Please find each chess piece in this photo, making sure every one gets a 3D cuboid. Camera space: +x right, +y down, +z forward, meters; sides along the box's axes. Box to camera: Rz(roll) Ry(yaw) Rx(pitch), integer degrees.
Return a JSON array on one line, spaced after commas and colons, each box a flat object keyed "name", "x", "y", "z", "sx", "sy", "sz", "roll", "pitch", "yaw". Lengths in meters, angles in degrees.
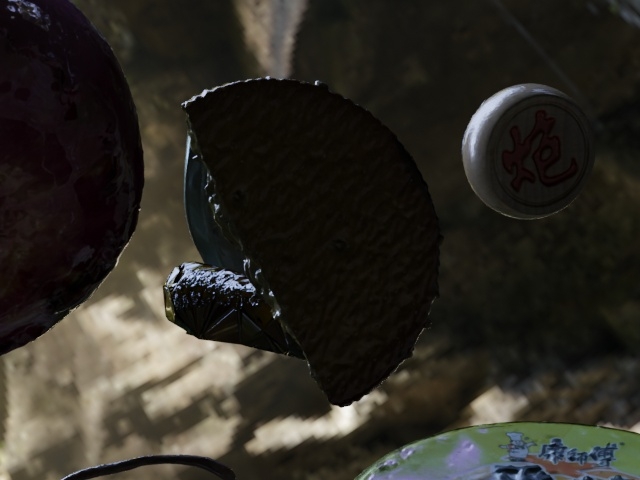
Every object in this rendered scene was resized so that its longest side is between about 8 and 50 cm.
[{"name": "chess piece", "x": 0.128, "y": -0.055, "z": 1.187, "sx": 0.084, "sy": 0.038, "sz": 0.083, "roll": -3, "pitch": -79, "yaw": -18}]

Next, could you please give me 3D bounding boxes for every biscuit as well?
[{"name": "biscuit", "x": 0.006, "y": -0.011, "z": 1.157, "sx": 0.126, "sy": 0.206, "sz": 0.025, "roll": -27, "pitch": 1, "yaw": -14}]

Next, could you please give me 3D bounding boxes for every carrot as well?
[{"name": "carrot", "x": -0.054, "y": 0.059, "z": 1.566, "sx": 0.069, "sy": 0.229, "sz": 0.069, "roll": -5, "pitch": -81, "yaw": -36}]

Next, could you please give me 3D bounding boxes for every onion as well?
[{"name": "onion", "x": -0.327, "y": -0.065, "z": 1.584, "sx": 0.358, "sy": 0.345, "sz": 0.358, "roll": -2, "pitch": -83, "yaw": -16}]

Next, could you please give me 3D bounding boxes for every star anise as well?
[{"name": "star anise", "x": -0.228, "y": 0.263, "z": 1.866, "sx": 0.227, "sy": 0.148, "sz": 0.218, "roll": -37, "pitch": -42, "yaw": 17}]

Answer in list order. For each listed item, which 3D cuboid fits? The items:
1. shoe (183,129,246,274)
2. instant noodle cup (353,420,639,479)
[{"name": "shoe", "x": -0.064, "y": -0.026, "z": 1.798, "sx": 0.100, "sy": 0.103, "sz": 0.251, "roll": 2, "pitch": -38, "yaw": 12}, {"name": "instant noodle cup", "x": 0.134, "y": 0.251, "z": 1.138, "sx": 0.264, "sy": 0.264, "sz": 0.200, "roll": -13, "pitch": -63, "yaw": -26}]
